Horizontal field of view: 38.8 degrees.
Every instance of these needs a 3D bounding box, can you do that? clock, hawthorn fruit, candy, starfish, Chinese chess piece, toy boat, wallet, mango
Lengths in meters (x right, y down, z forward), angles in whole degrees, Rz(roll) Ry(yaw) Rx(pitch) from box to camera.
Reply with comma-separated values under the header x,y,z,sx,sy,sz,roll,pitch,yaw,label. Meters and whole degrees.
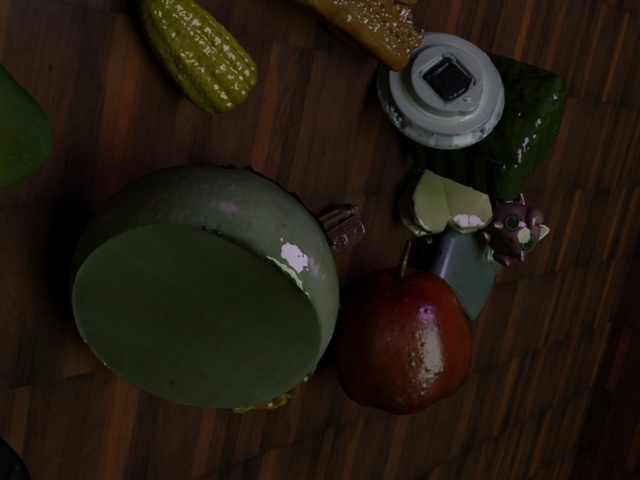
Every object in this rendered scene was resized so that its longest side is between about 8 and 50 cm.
x,y,z,sx,sy,sz,roll,pitch,yaw,label
0.218,-0.277,1.613,0.236,0.236,0.053,-53,173,-22,clock
0.157,0.157,1.723,0.287,0.287,0.331,-21,118,-48,hawthorn fruit
-0.172,-0.261,1.198,0.106,0.094,0.199,-32,135,9,candy
0.250,0.084,1.973,0.277,0.062,0.236,-46,132,-52,starfish
-0.148,0.064,1.188,0.146,0.349,0.349,-81,164,-50,Chinese chess piece
0.000,0.000,1.576,0.226,0.088,0.068,-31,131,-44,toy boat
0.342,-0.015,1.992,0.252,0.083,0.360,43,61,-48,wallet
-0.385,-0.130,0.962,0.251,0.114,0.157,45,60,-66,mango

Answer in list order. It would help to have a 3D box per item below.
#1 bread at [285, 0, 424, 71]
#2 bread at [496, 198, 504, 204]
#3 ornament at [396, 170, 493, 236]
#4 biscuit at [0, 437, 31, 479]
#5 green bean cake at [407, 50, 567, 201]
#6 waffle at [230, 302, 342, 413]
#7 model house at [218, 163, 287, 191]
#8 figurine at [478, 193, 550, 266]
x,y,z,sx,sy,sz,roll,pitch,yaw,label
0.065,-0.404,1.421,0.185,0.109,0.380,-58,148,8,bread
0.393,-0.115,1.948,0.062,0.049,0.103,-57,133,-20,bread
0.249,-0.100,1.850,0.201,0.059,0.180,-4,78,-30,ornament
-0.523,0.381,1.054,0.407,0.091,0.408,-32,132,-44,biscuit
0.313,-0.228,1.732,0.247,0.249,0.156,-54,155,-23,green bean cake
-0.074,0.167,1.588,0.300,0.058,0.282,7,101,-55,waffle
-0.111,0.000,1.373,0.219,0.199,0.229,-47,-166,38,model house
0.405,-0.022,1.909,0.138,0.125,0.125,-39,140,-8,figurine
